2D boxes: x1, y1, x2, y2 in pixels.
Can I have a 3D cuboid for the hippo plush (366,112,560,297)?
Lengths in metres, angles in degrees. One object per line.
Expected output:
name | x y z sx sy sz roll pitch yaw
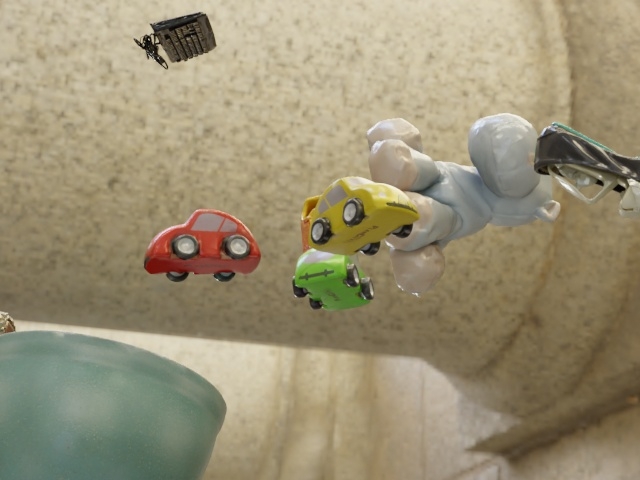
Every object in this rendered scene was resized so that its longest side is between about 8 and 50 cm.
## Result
hippo plush | 0.207 -0.045 1.464 0.234 0.236 0.294 -94 -12 -46

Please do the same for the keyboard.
keyboard | -0.188 -0.255 1.418 0.192 0.100 0.038 97 159 -87

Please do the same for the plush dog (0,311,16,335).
plush dog | -0.527 0.172 1.306 0.262 0.210 0.226 38 -116 -74

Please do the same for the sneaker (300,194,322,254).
sneaker | 0.000 0.000 1.313 0.175 0.064 0.067 -112 9 -60

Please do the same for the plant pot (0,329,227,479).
plant pot | -0.265 0.252 1.186 0.293 0.293 0.196 119 163 -58

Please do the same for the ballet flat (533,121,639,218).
ballet flat | 0.321 -0.063 1.152 0.074 0.203 0.074 -44 -33 -38

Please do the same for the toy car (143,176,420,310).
toy car | -0.011 0.010 0.947 0.225 0.238 0.053 45 -143 -62
